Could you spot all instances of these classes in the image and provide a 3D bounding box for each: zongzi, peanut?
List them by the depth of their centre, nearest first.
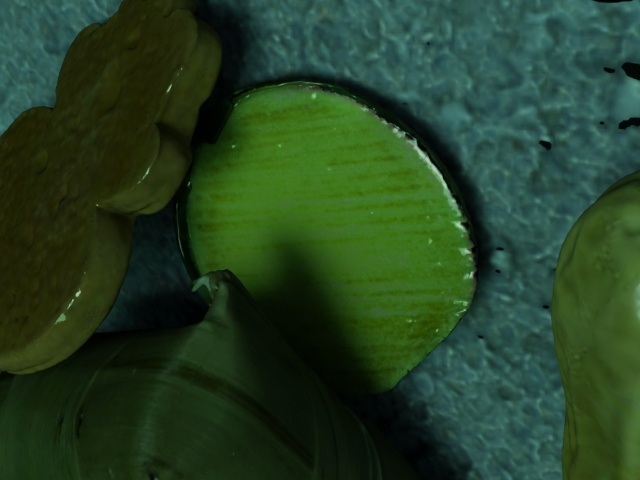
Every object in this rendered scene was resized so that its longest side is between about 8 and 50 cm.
[{"bbox_3d":[0.205,0.105,0.599,0.147,0.147,0.306,5,117,28],"label":"peanut"},{"bbox_3d":[-0.089,0.202,0.835,0.418,0.181,0.447,38,153,-27],"label":"zongzi"}]

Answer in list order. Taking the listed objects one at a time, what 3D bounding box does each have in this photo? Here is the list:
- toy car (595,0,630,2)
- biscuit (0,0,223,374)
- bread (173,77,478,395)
[{"bbox_3d":[0.211,-0.148,0.435,0.255,0.188,0.190,46,121,5],"label":"toy car"},{"bbox_3d":[-0.160,-0.040,0.724,0.289,0.044,0.202,-54,43,13],"label":"biscuit"},{"bbox_3d":[0.000,0.000,0.728,0.228,0.033,0.229,12,117,25],"label":"bread"}]
